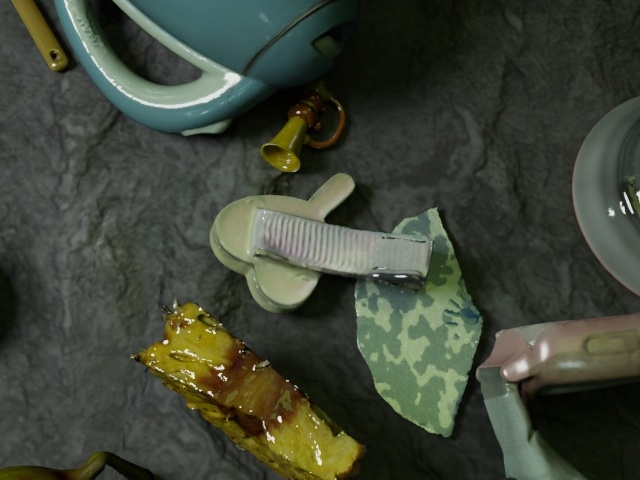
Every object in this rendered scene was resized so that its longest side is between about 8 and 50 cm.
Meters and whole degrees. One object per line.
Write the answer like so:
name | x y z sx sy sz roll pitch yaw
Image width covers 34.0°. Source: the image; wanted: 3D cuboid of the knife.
knife | -0.345 -0.282 1.126 0.046 0.022 0.256 -30 77 -11

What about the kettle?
kettle | -0.126 -0.281 1.063 0.319 0.247 0.342 -38 85 15

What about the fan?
fan | 0.100 0.078 1.057 0.131 0.009 0.240 2 71 -6

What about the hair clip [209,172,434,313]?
hair clip | 0.000 -0.002 1.042 0.218 0.071 0.159 9 64 -4

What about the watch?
watch | 0.287 0.190 0.981 0.253 0.162 0.241 -6 84 -6

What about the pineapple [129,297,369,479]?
pineapple | -0.056 0.155 0.954 0.233 0.135 0.079 36 80 16

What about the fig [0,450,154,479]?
fig | -0.244 0.251 0.887 0.148 0.142 0.186 44 84 -19

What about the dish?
dish | 0.404 -0.057 1.099 0.260 0.085 0.260 2 71 -6

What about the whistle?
whistle | -0.011 -0.122 1.099 0.057 0.046 0.109 24 63 17
